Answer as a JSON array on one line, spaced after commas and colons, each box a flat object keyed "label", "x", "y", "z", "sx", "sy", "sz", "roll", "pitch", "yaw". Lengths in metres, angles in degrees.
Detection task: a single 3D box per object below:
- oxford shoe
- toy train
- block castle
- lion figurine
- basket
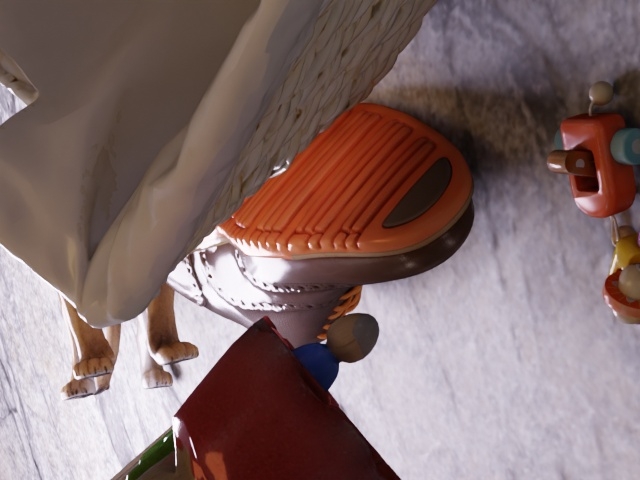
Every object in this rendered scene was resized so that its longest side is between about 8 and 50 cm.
[{"label": "oxford shoe", "x": 0.000, "y": 0.000, "z": 1.032, "sx": 0.132, "sy": 0.130, "sz": 0.364, "roll": 52, "pitch": 158, "yaw": -20}, {"label": "toy train", "x": 0.163, "y": -0.008, "z": 0.749, "sx": 0.166, "sy": 0.046, "sz": 0.125, "roll": 19, "pitch": 122, "yaw": 59}, {"label": "block castle", "x": 0.034, "y": 0.183, "z": 0.772, "sx": 0.303, "sy": 0.213, "sz": 0.453, "roll": 49, "pitch": 177, "yaw": 1}, {"label": "lion figurine", "x": -0.187, "y": 0.005, "z": 1.345, "sx": 0.392, "sy": 0.142, "sz": 0.240, "roll": 144, "pitch": 115, "yaw": -67}, {"label": "basket", "x": -0.093, "y": -0.206, "z": 0.740, "sx": 0.328, "sy": 0.266, "sz": 0.331, "roll": 41, "pitch": 138, "yaw": 7}]
